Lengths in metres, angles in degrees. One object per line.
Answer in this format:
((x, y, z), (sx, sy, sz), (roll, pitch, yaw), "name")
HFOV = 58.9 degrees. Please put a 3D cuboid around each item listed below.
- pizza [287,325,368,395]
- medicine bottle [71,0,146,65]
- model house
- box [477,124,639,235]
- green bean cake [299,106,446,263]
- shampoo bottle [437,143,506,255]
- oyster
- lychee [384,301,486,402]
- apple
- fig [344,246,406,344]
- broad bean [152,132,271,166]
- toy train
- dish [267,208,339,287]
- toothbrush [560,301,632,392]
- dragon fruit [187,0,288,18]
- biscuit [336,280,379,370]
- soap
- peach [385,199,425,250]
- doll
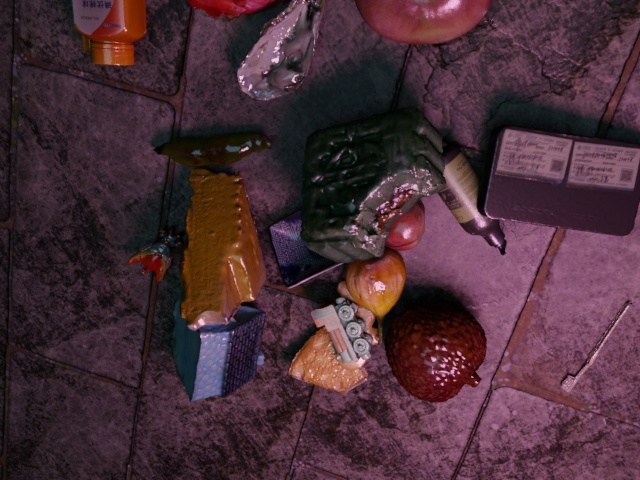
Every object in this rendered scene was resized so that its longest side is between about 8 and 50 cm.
((0.018, 0.346, 1.581), (0.204, 0.080, 0.188), (-38, 83, 11), "pizza")
((-0.503, -0.538, 1.356), (0.149, 0.112, 0.222), (7, 111, 10), "medicine bottle")
((-0.269, 0.267, 1.582), (0.241, 0.226, 0.261), (-1, 119, -27), "model house")
((0.537, -0.132, 1.260), (0.350, 0.058, 0.211), (8, 99, -3), "box")
((0.111, -0.118, 1.257), (0.308, 0.169, 0.300), (-9, 71, 30), "green bean cake")
((0.355, -0.089, 1.340), (0.101, 0.101, 0.284), (-34, 100, 21), "shampoo bottle")
((-0.094, -0.448, 1.314), (0.199, 0.087, 0.252), (3, 118, 1), "oyster")
((0.287, 0.274, 1.414), (0.260, 0.260, 0.260), (4, 110, 11), "lychee")
((0.202, -0.536, 1.138), (0.306, 0.235, 0.306), (4, 109, 12), "apple")
((0.145, 0.146, 1.441), (0.159, 0.159, 0.257), (-2, 106, 13), "fig")
((-0.282, -0.230, 1.448), (0.339, 0.061, 0.077), (-1, 98, 12), "broad bean")
((0.061, 0.237, 1.467), (0.118, 0.074, 0.176), (-24, 90, 16), "toy train")
((0.000, 0.000, 1.445), (0.243, 0.080, 0.182), (-27, 69, 22), "dish")
((0.701, 0.275, 1.439), (0.028, 0.026, 0.294), (28, 112, 2), "toothbrush")
((-0.196, -0.654, 1.188), (0.386, 0.249, 0.371), (31, 118, 2), "dragon fruit")
((0.097, 0.231, 1.510), (0.153, 0.030, 0.234), (12, 90, 9), "biscuit")
((-0.269, 0.002, 1.400), (0.169, 0.304, 0.339), (-9, 108, 11), "soap")
((0.180, -0.041, 1.379), (0.152, 0.152, 0.152), (4, 110, 11), "peach")
((-0.448, 0.031, 1.585), (0.109, 0.057, 0.169), (37, 101, -21), "doll")
